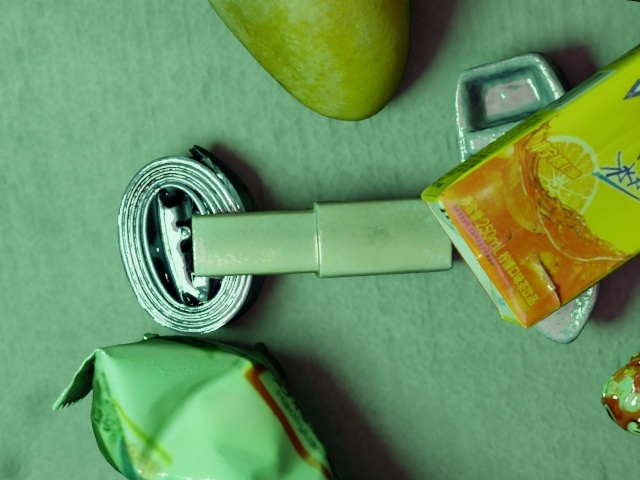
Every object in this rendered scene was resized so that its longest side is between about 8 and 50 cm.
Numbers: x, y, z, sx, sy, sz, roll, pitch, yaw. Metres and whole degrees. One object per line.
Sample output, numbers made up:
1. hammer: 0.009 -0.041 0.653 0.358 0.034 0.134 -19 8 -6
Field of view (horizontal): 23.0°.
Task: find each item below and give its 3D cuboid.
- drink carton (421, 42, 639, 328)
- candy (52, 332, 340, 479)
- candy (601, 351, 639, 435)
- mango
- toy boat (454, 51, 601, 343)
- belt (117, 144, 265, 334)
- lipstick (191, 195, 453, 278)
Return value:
1. drink carton: 0.281 -0.078 1.430 0.351 0.111 0.154 -34 96 -3
2. candy: -0.067 0.229 1.559 0.398 0.263 0.172 41 95 6
3. candy: 0.348 0.054 1.523 0.084 0.078 0.288 20 96 24
4. mango: -0.024 -0.283 1.494 0.221 0.199 0.384 6 123 46
5. toy boat: 0.212 -0.040 1.533 0.127 0.078 0.283 -13 96 16
6. belt: -0.132 0.000 1.629 0.141 0.082 0.190 -14 90 9
7. lipstick: 0.000 0.000 1.554 0.252 0.079 0.077 -4 91 -4
